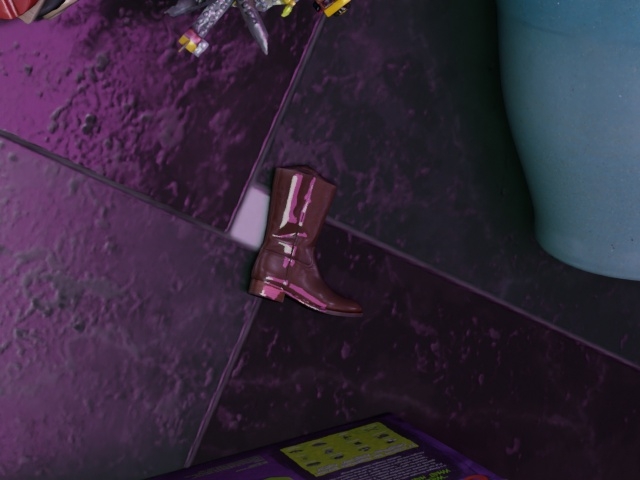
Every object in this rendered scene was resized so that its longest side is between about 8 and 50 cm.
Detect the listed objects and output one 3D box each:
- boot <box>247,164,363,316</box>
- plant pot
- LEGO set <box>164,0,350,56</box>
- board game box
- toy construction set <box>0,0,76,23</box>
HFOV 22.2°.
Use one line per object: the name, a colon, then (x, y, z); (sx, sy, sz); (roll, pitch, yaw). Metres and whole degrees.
boot: (0.000, 0.000, 1.319); (0.106, 0.037, 0.114); (16, 84, -26)
plant pot: (0.268, -0.115, 1.310); (0.271, 0.271, 0.255); (-10, 114, -22)
LEGO set: (-0.051, -0.310, 1.124); (0.255, 0.192, 0.331); (-29, 96, 4)
board game box: (-0.055, 0.215, 1.222); (0.347, 0.208, 0.056); (-12, 100, -21)
toy construction set: (-0.288, -0.221, 1.078); (0.309, 0.257, 0.237); (-41, 103, -42)
